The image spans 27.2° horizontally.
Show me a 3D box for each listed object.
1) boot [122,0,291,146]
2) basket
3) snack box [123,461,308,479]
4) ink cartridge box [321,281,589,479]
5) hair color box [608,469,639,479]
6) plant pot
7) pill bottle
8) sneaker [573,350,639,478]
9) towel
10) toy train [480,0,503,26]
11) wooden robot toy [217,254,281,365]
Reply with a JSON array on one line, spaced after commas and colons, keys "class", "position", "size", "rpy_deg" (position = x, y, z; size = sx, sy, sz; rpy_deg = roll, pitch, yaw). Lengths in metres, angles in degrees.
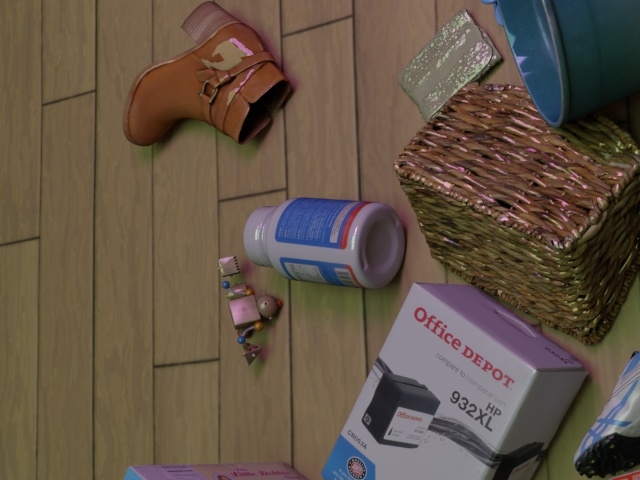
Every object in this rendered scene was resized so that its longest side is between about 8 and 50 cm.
[{"class": "boot", "position": [-0.180, -0.215, 2.110], "size": [0.283, 0.109, 0.220], "rpy_deg": [-49, 60, 13]}, {"class": "basket", "position": [0.281, -0.050, 1.713], "size": [0.299, 0.223, 0.213], "rpy_deg": [28, 68, 38]}, {"class": "snack box", "position": [-0.099, 0.372, 1.795], "size": [0.187, 0.322, 0.060], "rpy_deg": [31, 103, 38]}, {"class": "ink cartridge box", "position": [0.168, 0.238, 1.719], "size": [0.223, 0.129, 0.307], "rpy_deg": [37, 110, 37]}, {"class": "hair color box", "position": [0.433, 0.280, 1.539], "size": [0.167, 0.093, 0.053], "rpy_deg": [-24, 68, 34]}, {"class": "plant pot", "position": [0.360, -0.299, 1.570], "size": [0.255, 0.271, 0.271], "rpy_deg": [-17, 69, 0]}, {"class": "pill bottle", "position": [0.000, 0.000, 1.906], "size": [0.222, 0.124, 0.124], "rpy_deg": [6, 87, 38]}, {"class": "sneaker", "position": [0.387, 0.193, 1.607], "size": [0.237, 0.085, 0.086], "rpy_deg": [-56, 28, 21]}, {"class": "towel", "position": [0.179, -0.244, 1.866], "size": [0.148, 0.027, 0.110], "rpy_deg": [-46, 57, 23]}, {"class": "toy train", "position": [0.287, -0.317, 1.763], "size": [0.105, 0.080, 0.184], "rpy_deg": [-43, 59, 18]}, {"class": "wooden robot toy", "position": [-0.100, 0.101, 2.021], "size": [0.079, 0.076, 0.173], "rpy_deg": [-16, 69, -2]}]
